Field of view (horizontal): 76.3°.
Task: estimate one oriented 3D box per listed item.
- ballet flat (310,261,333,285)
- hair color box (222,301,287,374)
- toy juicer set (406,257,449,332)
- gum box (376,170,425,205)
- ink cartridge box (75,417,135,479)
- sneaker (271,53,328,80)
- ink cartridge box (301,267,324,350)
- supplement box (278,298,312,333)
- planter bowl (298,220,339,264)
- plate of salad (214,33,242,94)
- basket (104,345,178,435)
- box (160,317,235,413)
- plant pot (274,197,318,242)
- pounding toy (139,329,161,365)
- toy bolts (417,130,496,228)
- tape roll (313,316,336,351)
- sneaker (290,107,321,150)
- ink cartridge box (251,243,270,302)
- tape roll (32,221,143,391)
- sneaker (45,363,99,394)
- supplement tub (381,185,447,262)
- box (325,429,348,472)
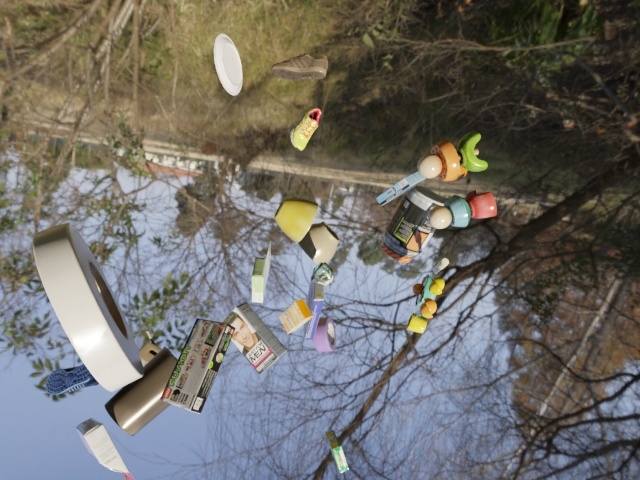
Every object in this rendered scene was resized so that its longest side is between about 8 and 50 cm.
[{"bbox_3d":[0.007,0.113,1.273,0.070,0.070,0.188,13,171,0],"label":"ballet flat"},{"bbox_3d":[-0.390,0.561,2.353,0.374,0.185,0.114,47,-157,11],"label":"hair color box"},{"bbox_3d":[0.405,0.173,1.549,0.090,0.209,0.328,21,-125,8],"label":"toy juicer set"},{"bbox_3d":[0.322,-0.209,1.563,0.185,0.041,0.157,-28,175,-43],"label":"gum box"},{"bbox_3d":[-0.595,0.615,1.140,0.066,0.232,0.189,-24,-179,-40],"label":"ink cartridge box"},{"bbox_3d":[-0.065,-0.568,1.327,0.189,0.071,0.066,10,170,15],"label":"sneaker"},{"bbox_3d":[-0.034,0.349,2.064,0.072,0.303,0.307,8,-142,-8],"label":"ink cartridge box"},{"bbox_3d":[-0.075,0.227,1.216,0.036,0.098,0.062,-10,-119,-48],"label":"supplement box"},{"bbox_3d":[0.000,0.000,1.475,0.162,0.109,0.162,46,-167,-13],"label":"planter bowl"},{"bbox_3d":[-0.326,-0.609,1.418,0.048,0.199,0.200,-1,-174,17],"label":"plate of salad"},{"bbox_3d":[-0.516,0.459,1.244,0.227,0.154,0.204,-42,-166,-23],"label":"basket"},{"bbox_3d":[-0.293,0.294,0.980,0.114,0.206,0.036,1,149,34],"label":"box"},{"bbox_3d":[-0.081,-0.073,1.215,0.095,0.134,0.134,28,-173,-14],"label":"plant pot"},{"bbox_3d":[-0.682,0.468,1.681,0.141,0.130,0.100,27,-126,15],"label":"pounding toy"},{"bbox_3d":[0.329,-0.143,1.068,0.159,0.228,0.218,-19,-174,-4],"label":"toy bolts"},{"bbox_3d":[0.024,0.524,2.273,0.080,0.188,0.189,-10,-176,16],"label":"tape roll"},{"bbox_3d":[-0.056,-0.470,1.693,0.082,0.208,0.094,30,159,-36],"label":"sneaker"},{"bbox_3d":[-0.264,0.136,1.826,0.056,0.171,0.234,5,-138,-3],"label":"ink cartridge box"},{"bbox_3d":[-0.515,0.148,0.924,0.072,0.391,0.392,-25,-153,-22],"label":"tape roll"},{"bbox_3d":[-0.749,0.431,1.273,0.233,0.081,0.090,-18,155,21],"label":"sneaker"},{"bbox_3d":[0.408,-0.069,1.804,0.194,0.315,0.193,22,-155,-11],"label":"supplement tub"},{"bbox_3d":[0.064,0.867,1.692,0.043,0.105,0.179,-18,-179,-12],"label":"box"}]
